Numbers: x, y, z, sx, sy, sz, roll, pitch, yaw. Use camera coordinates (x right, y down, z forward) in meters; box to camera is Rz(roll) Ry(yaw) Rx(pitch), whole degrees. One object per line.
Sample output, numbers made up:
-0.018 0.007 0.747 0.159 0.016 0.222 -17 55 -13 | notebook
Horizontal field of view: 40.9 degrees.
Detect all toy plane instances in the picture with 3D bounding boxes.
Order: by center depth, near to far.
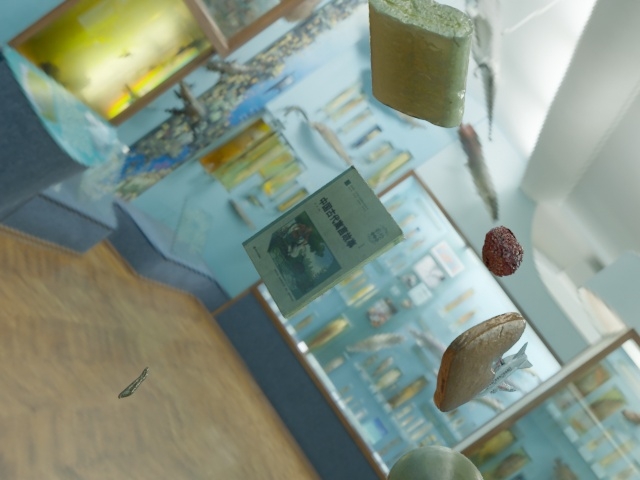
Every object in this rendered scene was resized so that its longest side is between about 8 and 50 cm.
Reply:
0.356 0.272 1.749 0.066 0.171 0.162 -121 -171 -45 | toy plane

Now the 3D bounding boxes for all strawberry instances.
0.352 0.019 1.660 0.096 0.083 0.083 61 -1 -15 | strawberry

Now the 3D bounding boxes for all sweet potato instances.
-0.494 0.384 2.284 0.026 0.115 0.026 30 -34 23 | sweet potato

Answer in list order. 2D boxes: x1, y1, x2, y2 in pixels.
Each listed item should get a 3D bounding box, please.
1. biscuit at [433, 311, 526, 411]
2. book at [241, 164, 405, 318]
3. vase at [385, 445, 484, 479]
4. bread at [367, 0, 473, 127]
0.295 0.222 1.567 0.036 0.186 0.192 46 -37 40 | biscuit
0.000 0.000 1.681 0.215 0.282 0.025 56 4 35 | book
0.268 0.647 1.920 0.302 0.240 0.330 -85 169 -83 | vase
0.126 -0.229 1.086 0.139 0.060 0.178 27 -25 17 | bread
